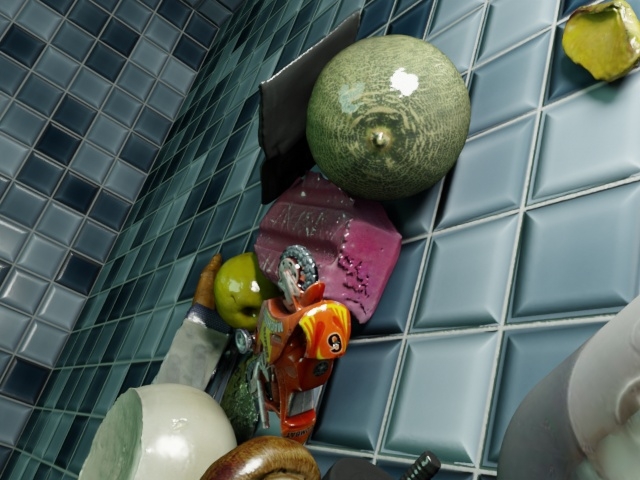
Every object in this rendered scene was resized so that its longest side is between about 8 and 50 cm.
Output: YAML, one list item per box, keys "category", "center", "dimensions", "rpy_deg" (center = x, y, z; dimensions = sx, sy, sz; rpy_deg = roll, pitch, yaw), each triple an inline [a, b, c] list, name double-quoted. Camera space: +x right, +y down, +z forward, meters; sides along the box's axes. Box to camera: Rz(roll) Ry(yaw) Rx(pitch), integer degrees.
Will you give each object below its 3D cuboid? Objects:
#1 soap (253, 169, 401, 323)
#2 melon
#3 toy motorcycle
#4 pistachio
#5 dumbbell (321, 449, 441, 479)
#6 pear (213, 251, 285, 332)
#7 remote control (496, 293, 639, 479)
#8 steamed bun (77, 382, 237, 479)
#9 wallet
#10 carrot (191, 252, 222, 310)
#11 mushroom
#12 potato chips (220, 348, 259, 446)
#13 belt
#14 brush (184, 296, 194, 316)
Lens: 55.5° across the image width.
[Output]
- category: "soap"
  center: [0.000, 0.000, 1.044]
  dimensions: [0.325, 0.127, 0.220]
  rpy_deg: [18, 81, 59]
- category: "melon"
  center: [0.104, -0.194, 0.941]
  dimensions: [0.248, 0.249, 0.329]
  rpy_deg: [-45, 13, 25]
- category: "toy motorcycle"
  center: [-0.040, 0.157, 0.886]
  dimensions: [0.171, 0.089, 0.298]
  rpy_deg: [38, 125, 35]
- category: "pistachio"
  center: [0.371, -0.258, 0.777]
  dimensions: [0.172, 0.049, 0.089]
  rpy_deg: [-102, 27, -52]
- category: "dumbbell"
  center: [0.018, 0.346, 0.650]
  dimensions: [0.325, 0.143, 0.143]
  rpy_deg: [-52, 27, 13]
- category: "pear"
  center: [-0.131, 0.098, 1.159]
  dimensions: [0.148, 0.149, 0.162]
  rpy_deg: [-50, 21, 17]
- category: "remote control"
  center: [0.271, 0.150, 0.465]
  dimensions: [0.332, 0.104, 0.221]
  rpy_deg: [-51, 26, 19]
- category: "steamed bun"
  center: [-0.260, 0.399, 0.996]
  dimensions: [0.324, 0.206, 0.324]
  rpy_deg: [-41, 35, 36]
- category: "wallet"
  center: [-0.024, -0.212, 1.058]
  dimensions: [0.247, 0.041, 0.322]
  rpy_deg: [-47, -19, -28]
- category: "carrot"
  center: [-0.278, 0.118, 1.498]
  dimensions: [0.059, 0.059, 0.247]
  rpy_deg: [-41, 29, 31]
- category: "mushroom"
  center: [-0.099, 0.360, 0.783]
  dimensions: [0.138, 0.194, 0.231]
  rpy_deg: [-9, 44, 56]
- category: "potato chips"
  center: [-0.129, 0.279, 1.102]
  dimensions: [0.219, 0.029, 0.202]
  rpy_deg: [-57, 24, 8]
- category: "belt"
  center: [-0.252, 0.252, 1.239]
  dimensions: [0.230, 0.126, 0.139]
  rpy_deg: [-65, 4, -10]
- category: "brush"
  center: [-0.342, 0.236, 1.529]
  dimensions: [0.083, 0.010, 0.218]
  rpy_deg: [-15, 50, 54]
